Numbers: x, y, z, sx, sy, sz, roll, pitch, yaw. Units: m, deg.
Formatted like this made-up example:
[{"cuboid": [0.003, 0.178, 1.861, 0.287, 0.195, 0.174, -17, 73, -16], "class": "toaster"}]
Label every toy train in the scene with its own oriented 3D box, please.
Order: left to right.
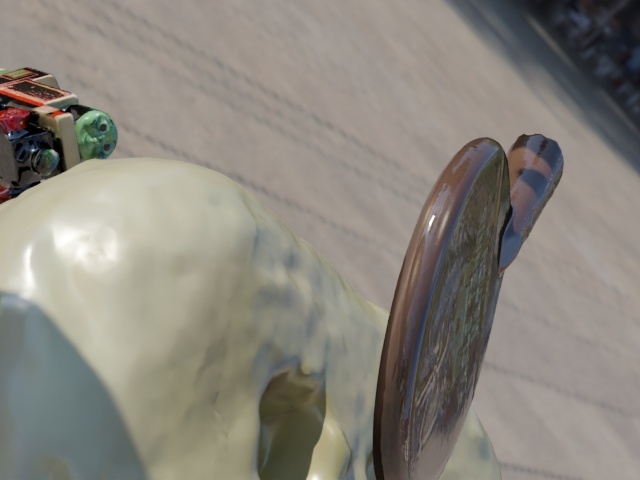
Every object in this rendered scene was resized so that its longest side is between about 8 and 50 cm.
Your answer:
[{"cuboid": [-0.167, -0.060, 0.870, 0.087, 0.050, 0.138, -21, 26, -34], "class": "toy train"}]

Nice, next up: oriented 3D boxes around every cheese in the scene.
[{"cuboid": [-0.045, 0.077, 0.536, 0.251, 0.173, 0.248, 14, -20, 2], "class": "cheese"}]

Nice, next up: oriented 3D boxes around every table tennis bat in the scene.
[{"cuboid": [0.000, 0.000, 0.497, 0.119, 0.107, 0.170, 13, 31, 16], "class": "table tennis bat"}]
